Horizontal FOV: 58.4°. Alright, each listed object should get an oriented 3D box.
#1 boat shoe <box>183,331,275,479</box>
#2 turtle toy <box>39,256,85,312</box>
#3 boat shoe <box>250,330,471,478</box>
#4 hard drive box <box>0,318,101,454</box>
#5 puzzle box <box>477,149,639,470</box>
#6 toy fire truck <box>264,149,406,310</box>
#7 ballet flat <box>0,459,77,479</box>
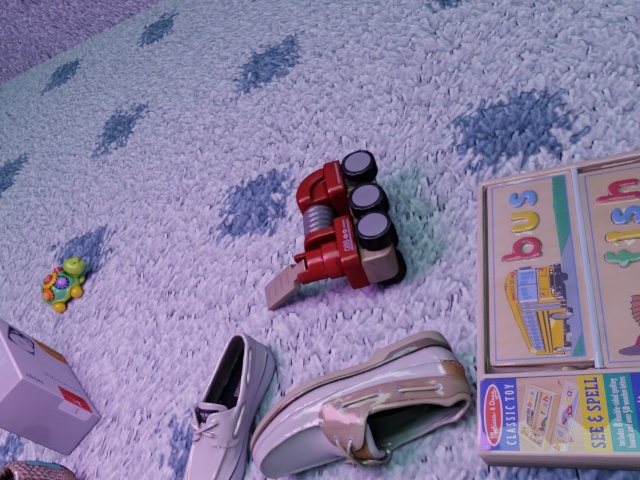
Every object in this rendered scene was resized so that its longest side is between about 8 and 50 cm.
[{"bbox_3d":[-0.147,0.264,0.843,0.096,0.088,0.268,4,58,35],"label":"boat shoe"},{"bbox_3d":[-0.575,0.092,1.280,0.130,0.066,0.095,-43,44,-4],"label":"turtle toy"},{"bbox_3d":[0.045,0.229,0.727,0.302,0.113,0.103,-32,39,6],"label":"boat shoe"},{"bbox_3d":[-0.529,0.258,1.035,0.089,0.181,0.232,-48,45,-11],"label":"hard drive box"},{"bbox_3d":[0.331,0.068,0.711,0.271,0.052,0.409,-11,51,27],"label":"puzzle box"},{"bbox_3d":[0.000,0.000,0.937,0.246,0.159,0.217,-16,48,8],"label":"toy fire truck"},{"bbox_3d":[-0.560,0.538,0.830,0.163,0.182,0.483,16,66,40],"label":"ballet flat"}]
